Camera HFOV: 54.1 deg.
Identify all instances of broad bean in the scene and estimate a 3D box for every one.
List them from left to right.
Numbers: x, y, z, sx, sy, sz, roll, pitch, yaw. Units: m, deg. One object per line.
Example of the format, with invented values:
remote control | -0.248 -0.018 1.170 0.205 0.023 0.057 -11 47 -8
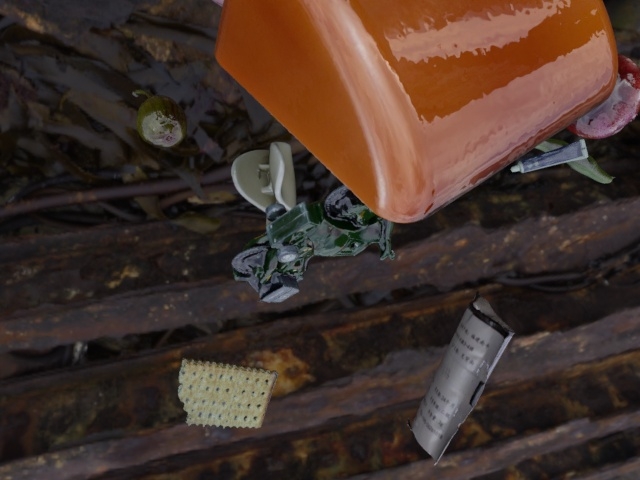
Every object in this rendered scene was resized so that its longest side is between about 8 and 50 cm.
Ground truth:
broad bean | 0.674 -0.242 1.737 0.060 0.298 0.043 -58 163 -5

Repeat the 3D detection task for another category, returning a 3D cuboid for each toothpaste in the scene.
toothpaste | 0.425 -0.151 1.169 0.140 0.021 0.037 -16 99 10

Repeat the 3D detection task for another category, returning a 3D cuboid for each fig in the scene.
fig | -0.412 -0.324 1.557 0.124 0.236 0.124 -21 140 -19

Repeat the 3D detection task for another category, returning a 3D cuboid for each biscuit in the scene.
biscuit | -0.192 0.310 1.251 0.203 0.016 0.143 12 101 -26

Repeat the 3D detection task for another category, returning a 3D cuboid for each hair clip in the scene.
hair clip | -0.099 -0.125 1.315 0.114 0.172 0.282 -7 171 9

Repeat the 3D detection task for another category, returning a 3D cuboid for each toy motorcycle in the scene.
toy motorcycle | 0.000 0.000 0.934 0.275 0.124 0.187 -30 150 27

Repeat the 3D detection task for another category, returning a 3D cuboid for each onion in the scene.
onion | 0.421 -0.220 0.944 0.131 0.131 0.131 -7 138 -6

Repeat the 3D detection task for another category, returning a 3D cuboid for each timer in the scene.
timer | 0.084 -0.166 0.501 0.258 0.250 0.161 -32 166 -23

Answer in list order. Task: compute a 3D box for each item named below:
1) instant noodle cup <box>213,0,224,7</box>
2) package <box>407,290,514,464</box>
instant noodle cup | -0.110 -0.534 1.164 0.235 0.178 0.234 1 106 3
package | 0.195 0.181 0.907 0.062 0.251 0.203 26 99 2
